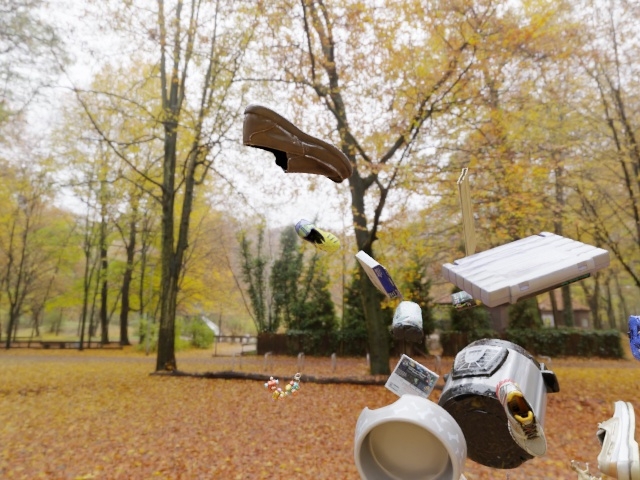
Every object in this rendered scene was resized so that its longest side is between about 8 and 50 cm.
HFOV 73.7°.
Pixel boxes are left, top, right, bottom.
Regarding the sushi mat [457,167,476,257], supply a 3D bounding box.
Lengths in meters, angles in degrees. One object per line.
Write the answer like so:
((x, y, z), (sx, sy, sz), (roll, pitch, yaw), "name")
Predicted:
((0.529, -0.087, 1.537), (0.019, 0.316, 0.151), (-2, 26, 29), "sushi mat")

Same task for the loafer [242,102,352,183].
((-0.073, -0.243, 1.216), (0.366, 0.130, 0.134), (25, -7, -27), "loafer")

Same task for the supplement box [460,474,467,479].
((0.570, 1.002, 1.814), (0.062, 0.098, 0.036), (-43, -36, 6), "supplement box")

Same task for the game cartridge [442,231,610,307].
((0.543, 0.073, 1.149), (0.355, 0.068, 0.230), (-16, 22, -10), "game cartridge")

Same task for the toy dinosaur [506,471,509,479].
((0.476, 0.619, 1.039), (0.047, 0.090, 0.082), (-7, -34, 41), "toy dinosaur")

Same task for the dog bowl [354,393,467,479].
((0.261, 0.650, 1.293), (0.349, 0.348, 0.102), (-4, 9, 19), "dog bowl")

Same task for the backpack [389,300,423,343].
((0.402, 0.368, 1.951), (0.152, 0.115, 0.182), (17, 31, -1), "backpack")

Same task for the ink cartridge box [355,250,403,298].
((0.280, 0.175, 2.042), (0.223, 0.045, 0.224), (56, -9, -29), "ink cartridge box")

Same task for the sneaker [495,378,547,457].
((0.576, 0.517, 1.219), (0.088, 0.225, 0.093), (-28, -3, 7), "sneaker")

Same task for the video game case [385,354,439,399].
((0.416, 0.644, 1.944), (0.190, 0.173, 0.022), (27, -12, 36), "video game case")

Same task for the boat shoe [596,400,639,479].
((0.906, 0.597, 1.306), (0.103, 0.113, 0.302), (-6, 15, 34), "boat shoe")

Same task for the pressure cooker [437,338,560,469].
((0.670, 0.596, 1.654), (0.370, 0.375, 0.420), (29, 35, 18), "pressure cooker")

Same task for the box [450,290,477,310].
((0.591, 0.246, 1.760), (0.083, 0.052, 0.062), (-24, -46, 24), "box")

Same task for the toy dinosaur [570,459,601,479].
((1.014, 0.909, 1.610), (0.093, 0.183, 0.053), (-22, -29, -33), "toy dinosaur")

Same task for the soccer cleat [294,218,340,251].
((-0.001, 0.001, 1.891), (0.289, 0.093, 0.121), (32, 13, -45), "soccer cleat")

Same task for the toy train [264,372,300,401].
((-0.153, 0.629, 1.809), (0.166, 0.125, 0.046), (-6, 23, -27), "toy train")

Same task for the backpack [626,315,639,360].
((0.846, 0.257, 1.096), (0.098, 0.120, 0.101), (-4, -18, 39), "backpack")
